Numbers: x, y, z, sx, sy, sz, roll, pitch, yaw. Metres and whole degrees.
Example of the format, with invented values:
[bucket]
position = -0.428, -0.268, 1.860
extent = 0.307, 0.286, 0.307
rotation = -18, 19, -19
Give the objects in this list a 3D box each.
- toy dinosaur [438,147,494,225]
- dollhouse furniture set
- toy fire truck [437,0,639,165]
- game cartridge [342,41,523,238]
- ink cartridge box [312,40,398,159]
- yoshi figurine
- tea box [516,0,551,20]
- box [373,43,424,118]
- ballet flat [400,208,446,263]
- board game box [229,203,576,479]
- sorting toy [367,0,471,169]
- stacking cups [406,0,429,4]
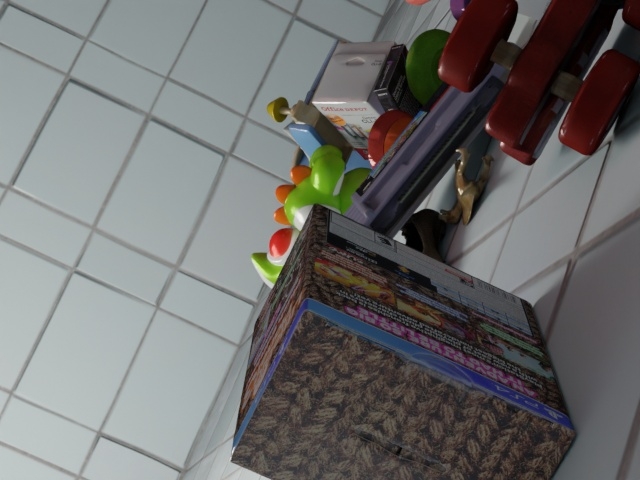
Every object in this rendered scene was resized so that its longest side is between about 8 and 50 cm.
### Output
[toy dinosaur]
position = 0.190, -0.066, 1.728
extent = 0.183, 0.053, 0.093
rotation = 112, 167, -78
[dollhouse furniture set]
position = 0.014, -0.263, 2.463
extent = 0.303, 0.198, 0.286
rotation = 45, -117, -50
[toy fire truck]
position = 0.253, -0.219, 1.354
extent = 0.302, 0.169, 0.254
rotation = -63, -12, 7
[game cartridge]
position = 0.144, -0.125, 1.891
extent = 0.355, 0.068, 0.230
rotation = -51, 12, 3
[ink cartridge box]
position = 0.097, -0.234, 2.296
extent = 0.128, 0.176, 0.127
rotation = 4, 61, 41
[yoshi figurine]
position = 0.026, 0.010, 2.366
extent = 0.203, 0.203, 0.362
rotation = -17, -47, -40
[tea box]
position = 0.277, -0.526, 1.762
extent = 0.329, 0.220, 0.323
rotation = 106, -176, -50
[box]
position = 0.143, -0.220, 2.209
extent = 0.029, 0.162, 0.116
rotation = -7, 42, 29
[ballet flat]
position = 0.126, 0.024, 1.778
extent = 0.084, 0.058, 0.250
rotation = -61, 7, 28
[board game box]
position = 0.065, 0.114, 1.173
extent = 0.291, 0.232, 0.141
rotation = -84, 20, -72
[sorting toy]
position = 0.208, -0.248, 2.126
extent = 0.126, 0.127, 0.366
rotation = 6, 65, 52
[stacking cups]
position = 0.230, -0.446, 2.103
extent = 0.316, 0.096, 0.096
rotation = -15, 47, 53
